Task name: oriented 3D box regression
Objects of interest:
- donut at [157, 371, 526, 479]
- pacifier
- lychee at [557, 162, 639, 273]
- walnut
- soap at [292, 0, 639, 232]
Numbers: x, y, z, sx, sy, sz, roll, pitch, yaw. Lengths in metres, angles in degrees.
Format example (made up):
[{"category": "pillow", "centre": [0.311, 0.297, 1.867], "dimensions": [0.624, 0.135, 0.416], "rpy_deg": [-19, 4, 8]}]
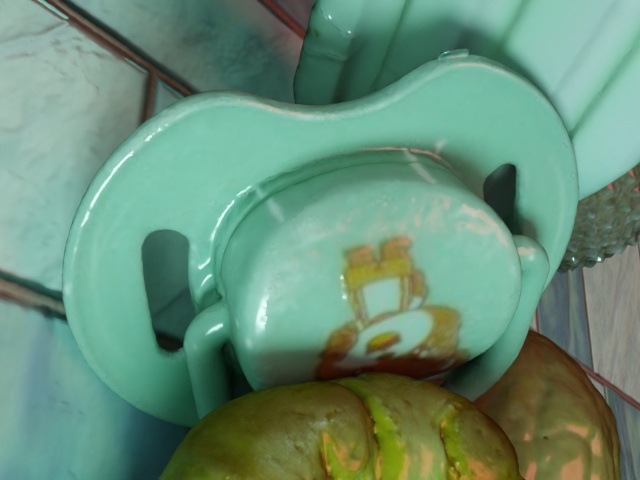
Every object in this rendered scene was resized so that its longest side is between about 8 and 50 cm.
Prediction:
[{"category": "donut", "centre": [0.012, 0.178, 0.411], "dimensions": [0.261, 0.128, 0.208], "rpy_deg": [-1, 57, -38]}, {"category": "pacifier", "centre": [0.000, 0.000, 0.566], "dimensions": [0.269, 0.343, 0.288], "rpy_deg": [-122, -153, -57]}, {"category": "lychee", "centre": [0.252, -0.092, 0.907], "dimensions": [0.300, 0.300, 0.300], "rpy_deg": [28, 55, -49]}, {"category": "walnut", "centre": [0.133, 0.195, 0.668], "dimensions": [0.225, 0.225, 0.261], "rpy_deg": [50, 43, -34]}, {"category": "soap", "centre": [0.140, -0.174, 0.565], "dimensions": [0.261, 0.446, 0.156], "rpy_deg": [30, 54, 7]}]
